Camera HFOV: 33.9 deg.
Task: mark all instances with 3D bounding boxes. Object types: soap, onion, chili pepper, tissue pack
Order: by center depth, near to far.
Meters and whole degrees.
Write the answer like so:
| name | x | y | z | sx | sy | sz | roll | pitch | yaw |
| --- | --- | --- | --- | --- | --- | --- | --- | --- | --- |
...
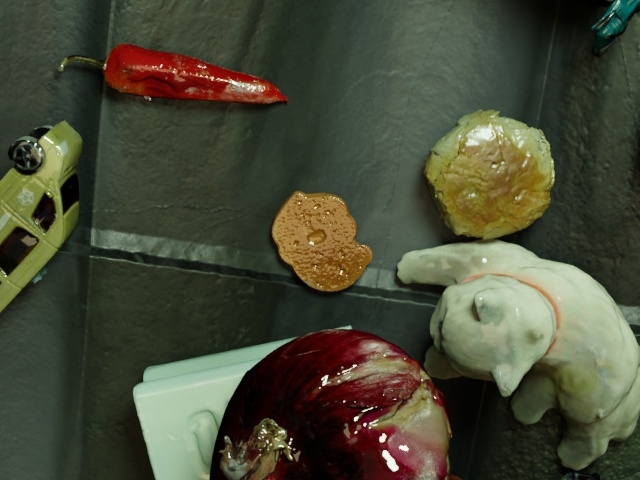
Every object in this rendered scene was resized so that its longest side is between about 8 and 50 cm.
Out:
| name | x | y | z | sx | sy | sz | roll | pitch | yaw |
| --- | --- | --- | --- | --- | --- | --- | --- | --- | --- |
| onion | -0.002 | 0.246 | 1.074 | 0.232 | 0.314 | 0.314 | 7 | 106 | -42 |
| tissue pack | 0.326 | -0.242 | 1.137 | 0.028 | 0.138 | 0.085 | 41 | 100 | 8 |
| chili pepper | -0.169 | -0.187 | 1.210 | 0.268 | 0.050 | 0.059 | 11 | 86 | -1 |
| soap | -0.074 | 0.211 | 1.267 | 0.265 | 0.087 | 0.160 | -12 | 100 | 4 |

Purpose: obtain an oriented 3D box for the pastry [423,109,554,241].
| name | x | y | z | sx | sy | sz | roll | pitch | yaw |
| --- | --- | --- | --- | --- | --- | --- | --- | --- | --- |
| pastry | 0.193 | -0.073 | 1.203 | 0.153 | 0.081 | 0.153 | 0 | 100 | -2 |

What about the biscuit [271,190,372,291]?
| name | x | y | z | sx | sy | sz | roll | pitch | yaw |
| --- | --- | --- | --- | --- | --- | --- | --- | --- | --- |
| biscuit | 0.000 | 0.000 | 1.256 | 0.102 | 0.019 | 0.130 | -35 | 99 | 9 |

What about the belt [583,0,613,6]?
| name | x | y | z | sx | sy | sz | roll | pitch | yaw |
| --- | --- | --- | --- | --- | --- | --- | --- | --- | --- |
| belt | 0.227 | -0.379 | 1.091 | 0.289 | 0.184 | 0.164 | 32 | 96 | -10 |

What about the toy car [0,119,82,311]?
| name | x | y | z | sx | sy | sz | roll | pitch | yaw |
| --- | --- | --- | --- | --- | --- | --- | --- | --- | --- |
| toy car | -0.353 | -0.018 | 1.225 | 0.124 | 0.101 | 0.257 | 42 | 101 | -11 |

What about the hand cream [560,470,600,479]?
| name | x | y | z | sx | sy | sz | roll | pitch | yaw |
| --- | --- | --- | --- | --- | --- | --- | --- | --- | --- |
| hand cream | 0.266 | 0.376 | 1.310 | 0.086 | 0.055 | 0.235 | 39 | 107 | -3 |

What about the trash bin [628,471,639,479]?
| name | x | y | z | sx | sy | sz | roll | pitch | yaw |
| --- | --- | --- | --- | --- | --- | --- | --- | --- | --- |
| trash bin | 0.454 | 0.417 | 1.237 | 0.250 | 0.220 | 0.219 | 26 | 101 | 4 |

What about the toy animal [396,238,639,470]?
| name | x | y | z | sx | sy | sz | roll | pitch | yaw |
| --- | --- | --- | --- | --- | --- | --- | --- | --- | --- |
| toy animal | 0.254 | 0.146 | 1.202 | 0.266 | 0.188 | 0.308 | -12 | 97 | -4 |

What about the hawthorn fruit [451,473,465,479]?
| name | x | y | z | sx | sy | sz | roll | pitch | yaw |
| --- | --- | --- | --- | --- | --- | --- | --- | --- | --- |
| hawthorn fruit | 0.112 | 0.384 | 1.241 | 0.215 | 0.215 | 0.250 | -11 | 136 | 4 |
